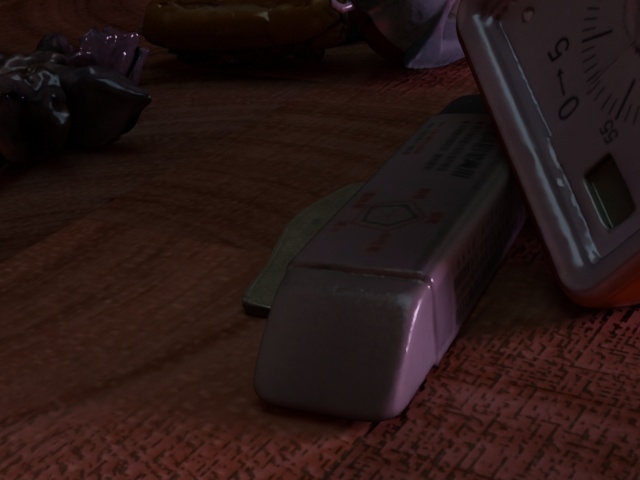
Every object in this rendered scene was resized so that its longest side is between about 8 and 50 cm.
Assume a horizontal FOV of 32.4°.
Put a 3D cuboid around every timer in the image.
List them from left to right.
[{"bbox_3d":[0.210,-0.115,0.627,0.250,0.161,0.257,-35,50,26],"label":"timer"}]

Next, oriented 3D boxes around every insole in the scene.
[{"bbox_3d":[0.000,0.000,0.727,0.063,0.010,0.192,3,26,20],"label":"insole"}]

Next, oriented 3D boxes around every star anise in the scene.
[{"bbox_3d":[-0.246,-0.126,0.959,0.229,0.093,0.236,2,25,18],"label":"star anise"}]

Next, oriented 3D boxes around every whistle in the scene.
[{"bbox_3d":[0.153,-0.247,1.080,0.346,0.133,0.142,-11,56,-31],"label":"whistle"}]

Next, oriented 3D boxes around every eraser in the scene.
[{"bbox_3d":[0.068,-0.011,0.675,0.089,0.061,0.352,5,27,25],"label":"eraser"}]

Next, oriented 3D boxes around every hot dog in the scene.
[{"bbox_3d":[-0.081,-0.214,1.127,0.249,0.076,0.102,6,16,29],"label":"hot dog"}]

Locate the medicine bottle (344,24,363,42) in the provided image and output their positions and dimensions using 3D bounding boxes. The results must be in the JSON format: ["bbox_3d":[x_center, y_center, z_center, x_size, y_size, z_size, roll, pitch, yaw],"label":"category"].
[{"bbox_3d":[0.099,-0.270,1.195,0.258,0.079,0.124,-14,26,-13],"label":"medicine bottle"}]
